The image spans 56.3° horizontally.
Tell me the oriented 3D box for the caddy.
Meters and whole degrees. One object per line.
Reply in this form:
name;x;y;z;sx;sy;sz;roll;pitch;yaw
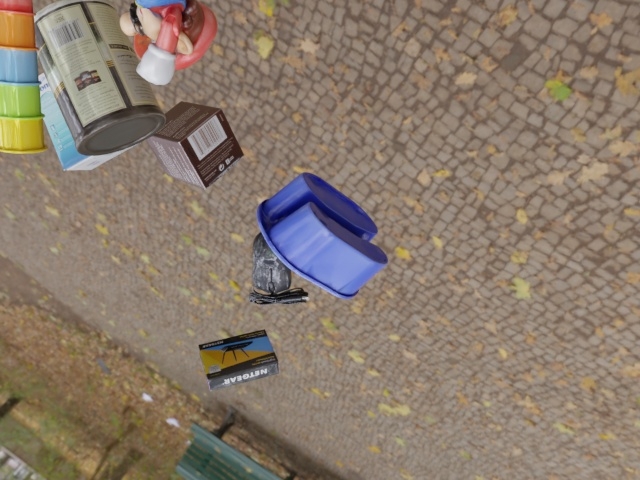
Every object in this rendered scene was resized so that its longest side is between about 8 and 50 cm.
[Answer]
caddy;0.000;0.000;1.441;0.341;0.241;0.179;32;120;-34

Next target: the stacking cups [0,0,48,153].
stacking cups;-0.564;-0.324;1.109;0.096;0.096;0.316;18;114;28

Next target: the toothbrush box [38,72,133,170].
toothbrush box;-0.715;-0.389;1.818;0.216;0.126;0.296;-23;90;21

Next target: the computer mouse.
computer mouse;-0.133;0.094;1.759;0.188;0.072;0.272;-2;122;2

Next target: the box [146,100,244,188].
box;-0.365;-0.278;1.720;0.203;0.168;0.167;20;147;41

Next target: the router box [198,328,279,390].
router box;-0.207;0.299;1.512;0.133;0.178;0.046;-124;28;-52

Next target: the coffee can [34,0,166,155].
coffee can;-0.484;-0.352;1.301;0.201;0.201;0.276;-27;87;56

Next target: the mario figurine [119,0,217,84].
mario figurine;-0.263;-0.368;0.889;0.170;0.198;0.320;27;159;7
